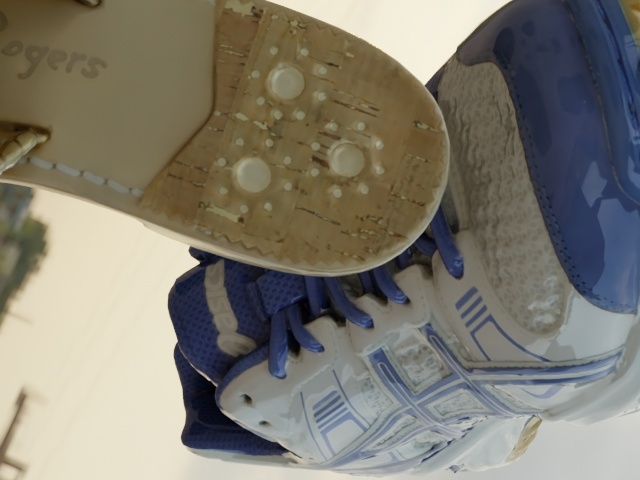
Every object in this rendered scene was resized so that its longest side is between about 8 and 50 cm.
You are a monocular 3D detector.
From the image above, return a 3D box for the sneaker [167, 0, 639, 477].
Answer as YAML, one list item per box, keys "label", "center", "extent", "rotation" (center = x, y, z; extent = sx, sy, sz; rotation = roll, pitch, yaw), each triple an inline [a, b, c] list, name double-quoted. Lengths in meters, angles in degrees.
- label: "sneaker"
  center: [0.021, 0.020, 0.530]
  extent: [0.296, 0.131, 0.112]
  rotation: [112, -30, -63]

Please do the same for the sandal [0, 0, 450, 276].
- label: "sandal"
  center: [-0.085, -0.046, 0.373]
  extent: [0.079, 0.240, 0.088]
  rotation: [121, -18, -85]
